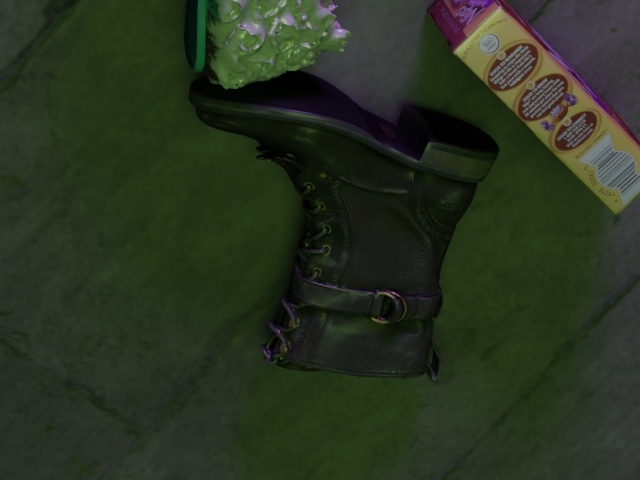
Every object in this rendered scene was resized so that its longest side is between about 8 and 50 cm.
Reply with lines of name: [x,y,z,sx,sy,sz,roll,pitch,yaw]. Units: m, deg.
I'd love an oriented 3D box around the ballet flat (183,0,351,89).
ballet flat: [-0.031,-0.286,1.176,0.147,0.147,0.409,-4,131,-6]

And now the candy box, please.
candy box: [0.166,-0.112,1.312,0.187,0.109,0.053,40,104,-22]

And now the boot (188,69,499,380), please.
boot: [0.000,0.000,1.353,0.263,0.091,0.229,15,114,-12]
